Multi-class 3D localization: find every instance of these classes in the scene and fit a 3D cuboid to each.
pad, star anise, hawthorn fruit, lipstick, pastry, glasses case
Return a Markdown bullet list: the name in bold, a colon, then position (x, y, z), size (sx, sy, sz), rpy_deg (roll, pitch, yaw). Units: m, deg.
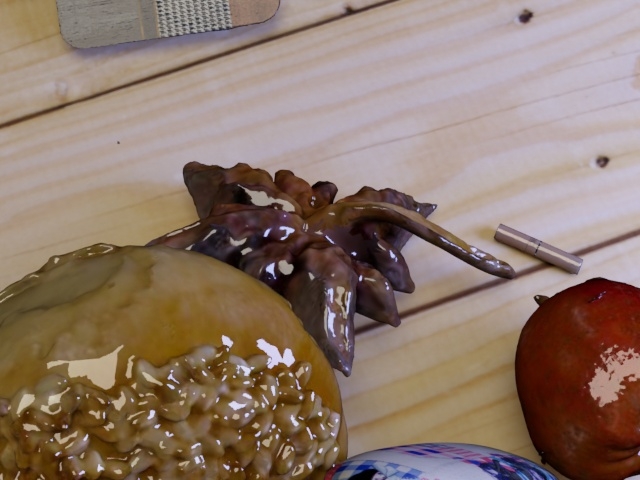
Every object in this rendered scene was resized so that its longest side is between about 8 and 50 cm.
- **pad**: position (-0.165, -0.236, 1.377), size (0.250, 0.055, 0.323), rpy_deg (-9, 62, 0)
- **star anise**: position (-0.001, 0.002, 1.242), size (0.350, 0.109, 0.292), rpy_deg (28, 49, 16)
- **hawthorn fruit**: position (0.261, 0.119, 1.180), size (0.185, 0.185, 0.202), rpy_deg (-25, 54, -9)
- **lipstick**: position (0.226, 0.009, 1.308), size (0.094, 0.019, 0.019), rpy_deg (24, 69, 12)
- **pastry**: position (-0.168, 0.195, 1.035), size (0.410, 0.409, 0.245), rpy_deg (-21, 40, -7)
- **glasses case**: position (0.112, 0.215, 1.068), size (0.125, 0.327, 0.076), rpy_deg (12, 89, 28)

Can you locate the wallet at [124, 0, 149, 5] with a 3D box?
- **wallet**: position (-0.213, -0.388, 1.479), size (0.182, 0.049, 0.229), rpy_deg (-38, 69, -10)
